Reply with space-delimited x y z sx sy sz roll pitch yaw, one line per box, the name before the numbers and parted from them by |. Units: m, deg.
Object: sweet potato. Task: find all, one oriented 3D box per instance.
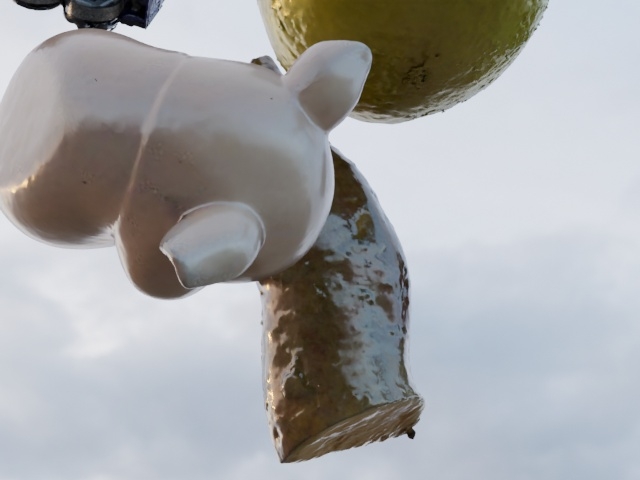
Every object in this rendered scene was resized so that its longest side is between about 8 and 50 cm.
sweet potato | -0.002 0.000 0.944 0.131 0.337 0.131 -9 -16 -3

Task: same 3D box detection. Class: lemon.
lemon | 0.062 -0.214 0.899 0.236 0.236 0.263 0 -25 8

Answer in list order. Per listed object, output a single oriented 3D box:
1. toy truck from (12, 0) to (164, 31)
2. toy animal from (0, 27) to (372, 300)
toy truck | -0.241 -0.286 0.995 0.268 0.155 0.124 20 -49 3
toy animal | -0.098 -0.052 0.723 0.250 0.166 0.154 11 -14 38
